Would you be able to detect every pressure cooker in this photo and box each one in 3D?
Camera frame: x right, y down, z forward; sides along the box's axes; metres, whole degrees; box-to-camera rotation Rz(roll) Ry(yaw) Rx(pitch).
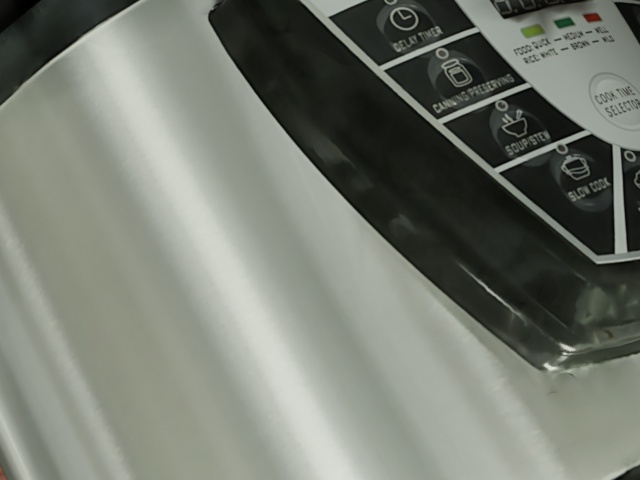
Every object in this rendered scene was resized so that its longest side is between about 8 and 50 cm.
[{"bbox_3d":[-0.004,0.003,0.642,0.375,0.420,0.370,-30,164,4],"label":"pressure cooker"}]
